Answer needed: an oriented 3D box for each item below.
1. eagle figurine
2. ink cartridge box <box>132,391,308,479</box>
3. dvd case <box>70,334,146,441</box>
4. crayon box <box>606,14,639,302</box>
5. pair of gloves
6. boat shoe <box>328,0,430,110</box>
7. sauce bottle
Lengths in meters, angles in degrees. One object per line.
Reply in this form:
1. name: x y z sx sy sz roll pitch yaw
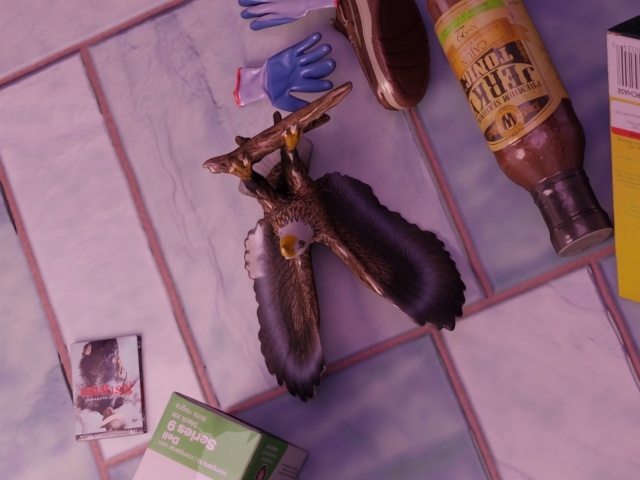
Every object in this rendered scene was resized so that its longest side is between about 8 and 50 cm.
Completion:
1. eagle figurine: -0.005 0.005 1.990 0.226 0.225 0.298 -18 107 49
2. ink cartridge box: -0.146 0.330 1.910 0.122 0.211 0.289 23 83 16
3. dvd case: -0.253 0.176 2.074 0.087 0.013 0.119 -7 77 11
4. crayon box: 0.408 -0.068 1.844 0.202 0.081 0.318 20 126 42
5. pair of gloves: -0.042 -0.248 2.079 0.159 0.023 0.198 -5 81 39
6. boat shoe: 0.060 -0.267 2.074 0.095 0.095 0.257 -25 67 43
7. sauce bottle: 0.234 -0.148 1.984 0.111 0.111 0.344 -27 73 6
